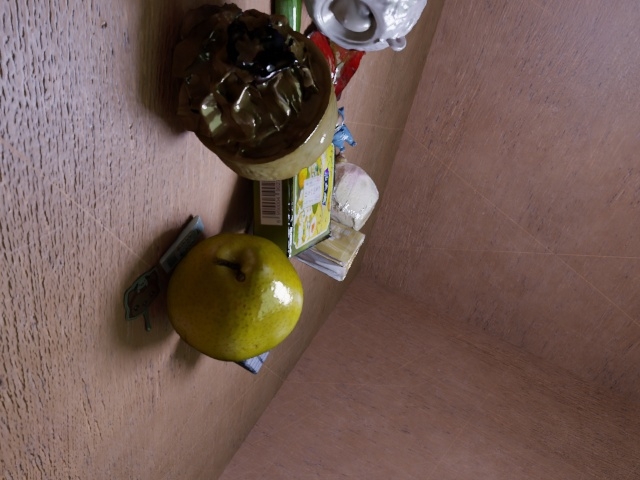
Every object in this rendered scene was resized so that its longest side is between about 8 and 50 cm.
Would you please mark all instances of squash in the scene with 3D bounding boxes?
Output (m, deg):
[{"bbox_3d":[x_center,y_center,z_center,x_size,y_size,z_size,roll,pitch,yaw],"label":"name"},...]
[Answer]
[{"bbox_3d":[-0.086,-0.551,1.335,0.219,0.068,0.077,100,9,-45],"label":"squash"}]

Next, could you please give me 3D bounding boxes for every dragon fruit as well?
[{"bbox_3d":[0.022,-0.533,1.626,0.343,0.100,0.282,-52,150,-1],"label":"dragon fruit"}]

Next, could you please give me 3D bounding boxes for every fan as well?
[{"bbox_3d":[-0.453,0.166,1.336,0.132,0.009,0.220,-49,158,-42],"label":"fan"}]

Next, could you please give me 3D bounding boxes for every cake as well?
[{"bbox_3d":[-0.135,-0.312,1.050,0.332,0.332,0.321,-64,165,-6],"label":"cake"}]

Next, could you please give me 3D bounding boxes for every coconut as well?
[{"bbox_3d":[0.098,-0.194,2.205,0.254,0.297,0.297,-56,164,-21],"label":"coconut"}]

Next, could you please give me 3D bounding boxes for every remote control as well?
[{"bbox_3d":[-0.363,0.008,1.357,0.162,0.029,0.061,-54,161,-24],"label":"remote control"}]

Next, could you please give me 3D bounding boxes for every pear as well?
[{"bbox_3d":[-0.231,0.156,1.414,0.362,0.362,0.418,-56,175,-33],"label":"pear"}]

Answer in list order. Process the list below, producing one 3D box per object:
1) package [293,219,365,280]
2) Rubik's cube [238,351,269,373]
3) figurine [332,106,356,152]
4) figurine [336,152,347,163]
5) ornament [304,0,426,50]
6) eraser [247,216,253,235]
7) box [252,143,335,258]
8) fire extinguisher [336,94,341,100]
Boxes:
[{"bbox_3d":[-0.005,-0.004,2.077,0.221,0.311,0.165,-62,169,-9],"label":"package"},{"bbox_3d":[-0.273,0.282,1.739,0.238,0.237,0.237,-61,165,-17],"label":"Rubik's cube"},{"bbox_3d":[0.044,-0.350,1.633,0.114,0.178,0.144,-31,-145,19],"label":"figurine"},{"bbox_3d":[0.076,-0.310,2.379,0.083,0.083,0.187,-25,132,-70],"label":"figurine"},{"bbox_3d":[0.122,-0.677,1.349,0.337,0.337,0.337,-58,165,-26],"label":"ornament"},{"bbox_3d":[-0.169,-0.036,1.873,0.270,0.095,0.174,46,66,-74],"label":"eraser"},{"bbox_3d":[-0.076,-0.164,1.686,0.420,0.138,0.373,-30,123,-68],"label":"box"},{"bbox_3d":[0.057,-0.547,1.823,0.071,0.099,0.231,-25,141,-41],"label":"fire extinguisher"}]
